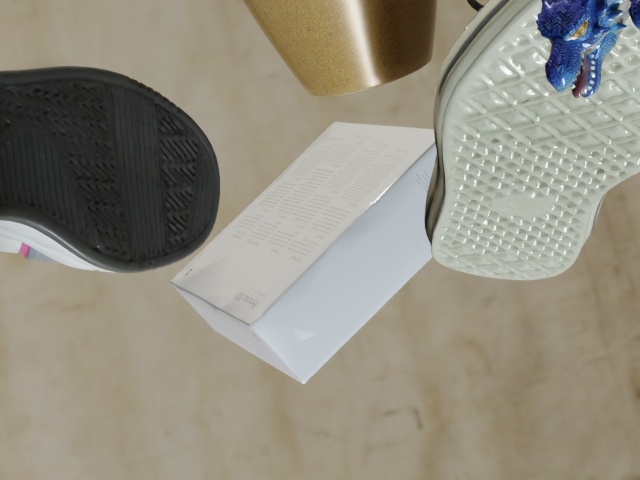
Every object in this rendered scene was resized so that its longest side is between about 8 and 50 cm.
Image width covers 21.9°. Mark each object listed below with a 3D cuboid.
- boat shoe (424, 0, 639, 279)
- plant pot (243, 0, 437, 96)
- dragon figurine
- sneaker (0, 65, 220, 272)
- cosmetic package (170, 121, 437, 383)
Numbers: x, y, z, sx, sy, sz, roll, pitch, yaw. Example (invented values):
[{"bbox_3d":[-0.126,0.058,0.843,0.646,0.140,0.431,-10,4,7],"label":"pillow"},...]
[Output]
[{"bbox_3d":[0.174,-0.117,1.220,0.500,0.187,0.156,104,-4,-70],"label":"boat shoe"},{"bbox_3d":[0.008,-0.264,1.459,0.237,0.237,0.254,-95,169,-74],"label":"plant pot"},{"bbox_3d":[0.190,-0.170,0.762,0.144,0.085,0.289,41,62,-36],"label":"dragon figurine"},{"bbox_3d":[-0.209,-0.034,0.879,0.295,0.178,0.124,7,88,-48],"label":"sneaker"},{"bbox_3d":[0.000,0.000,1.828,0.097,0.284,0.377,50,-9,-15],"label":"cosmetic package"}]
